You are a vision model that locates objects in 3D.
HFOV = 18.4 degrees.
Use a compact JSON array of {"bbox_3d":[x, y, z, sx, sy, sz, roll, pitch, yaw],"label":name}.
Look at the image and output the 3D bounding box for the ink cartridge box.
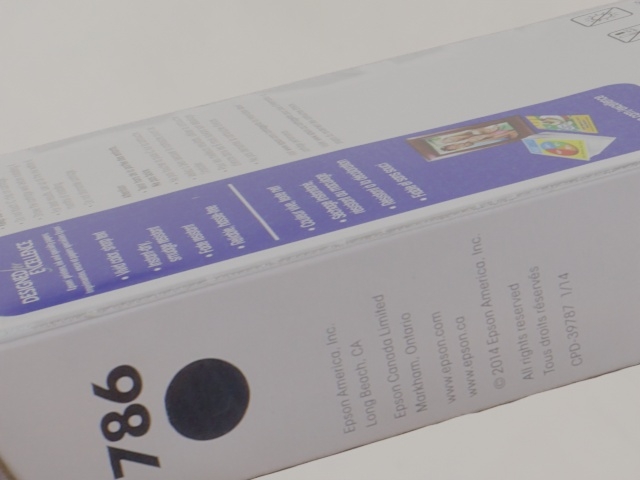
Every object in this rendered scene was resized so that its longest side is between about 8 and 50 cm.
[{"bbox_3d":[0.000,0.000,0.566,0.332,0.065,0.165,-13,20,-11],"label":"ink cartridge box"}]
